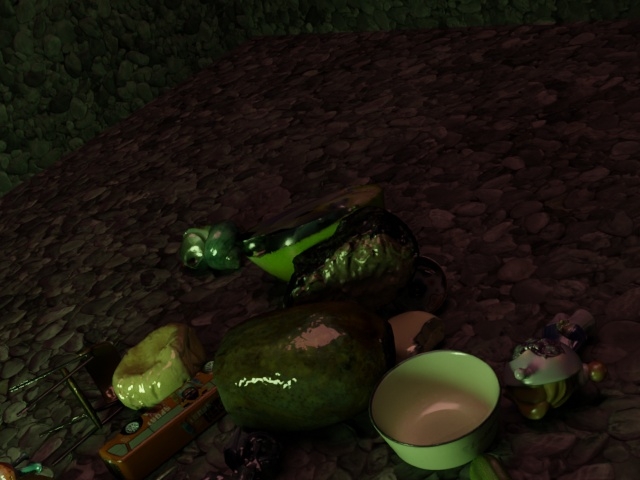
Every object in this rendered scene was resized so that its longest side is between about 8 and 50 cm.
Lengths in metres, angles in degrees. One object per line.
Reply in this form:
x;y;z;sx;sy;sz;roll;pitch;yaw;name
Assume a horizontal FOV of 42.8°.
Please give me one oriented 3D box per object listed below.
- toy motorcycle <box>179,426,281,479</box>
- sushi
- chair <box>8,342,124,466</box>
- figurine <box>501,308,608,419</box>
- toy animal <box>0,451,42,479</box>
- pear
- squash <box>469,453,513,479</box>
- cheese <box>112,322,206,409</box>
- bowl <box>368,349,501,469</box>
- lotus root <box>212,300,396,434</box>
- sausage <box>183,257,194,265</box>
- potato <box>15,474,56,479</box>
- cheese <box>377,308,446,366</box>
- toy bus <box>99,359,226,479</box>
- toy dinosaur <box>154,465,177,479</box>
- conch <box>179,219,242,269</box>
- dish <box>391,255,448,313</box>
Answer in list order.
-0.179;0.450;1.498;0.159;0.106;0.270;10;38;12;toy motorcycle
0.061;0.084;1.795;0.350;0.211;0.171;-42;15;16;sushi
-0.553;0.351;1.859;0.247;0.158;0.172;-30;29;-16;chair
0.442;0.213;1.517;0.274;0.133;0.194;-33;18;-26;figurine
-0.682;0.535;1.722;0.103;0.100;0.208;43;56;14;toy animal
0.005;0.002;2.039;0.399;0.165;0.399;-21;9;4;pear
0.303;0.427;1.307;0.066;0.066;0.229;-24;29;-6;squash
-0.374;0.290;1.867;0.214;0.117;0.226;-26;20;13;cheese
0.216;0.321;1.473;0.238;0.126;0.237;-15;30;9;bowl
-0.019;0.247;1.622;0.346;0.250;0.250;-14;30;19;lotus root
-0.362;0.042;2.382;0.031;0.031;0.107;12;44;43;sausage
-0.554;0.544;1.564;0.169;0.143;0.248;-32;23;-13;potato
0.156;0.210;1.749;0.163;0.070;0.249;-41;27;-29;cheese
-0.278;0.358;1.748;0.409;0.093;0.092;-36;39;-25;toy bus
-0.376;0.508;1.616;0.106;0.044;0.187;-13;28;44;toy dinosaur
-0.297;0.019;2.295;0.176;0.122;0.188;-50;34;-9;conch
0.230;0.110;1.872;0.141;0.078;0.141;-4;78;21;dish
